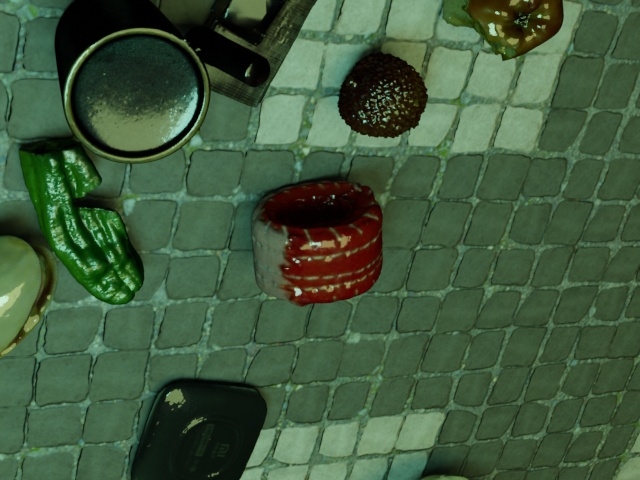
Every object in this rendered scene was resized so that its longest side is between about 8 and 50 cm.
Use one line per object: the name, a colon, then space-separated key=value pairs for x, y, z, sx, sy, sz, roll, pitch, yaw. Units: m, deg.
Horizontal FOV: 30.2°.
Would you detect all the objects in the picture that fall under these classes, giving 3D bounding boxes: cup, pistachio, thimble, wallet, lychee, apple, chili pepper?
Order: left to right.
pistachio: x=-0.430 y=0.082 z=1.493 sx=0.215 sy=0.144 sz=0.144 roll=-36 pitch=131 yaw=6
chili pepper: x=-0.310 y=-0.022 z=1.535 sx=0.099 sy=0.083 sz=0.253 roll=-30 pitch=125 yaw=-12
cup: x=-0.199 y=-0.191 z=1.407 sx=0.239 sy=0.177 sz=0.166 roll=18 pitch=111 yaw=-29
wallet: x=-0.076 y=-0.288 z=1.519 sx=0.124 sy=0.042 sz=0.230 roll=17 pitch=114 yaw=-37
thimble: x=-0.004 y=0.003 z=1.669 sx=0.190 sy=0.163 sz=0.125 roll=-16 pitch=125 yaw=-21
lychee: x=0.088 y=-0.198 z=1.621 sx=0.129 sy=0.123 sz=0.123 roll=0 pitch=119 yaw=-24
apple: x=0.257 y=-0.324 z=1.611 sx=0.147 sy=0.158 sz=0.156 roll=-36 pitch=126 yaw=-8

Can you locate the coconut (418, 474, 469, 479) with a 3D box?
coconut: x=0.202 y=0.579 z=2.079 sx=0.297 sy=0.297 sz=0.254 roll=3 pitch=135 yaw=-31

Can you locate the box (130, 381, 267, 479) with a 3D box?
box: x=-0.189 y=0.312 z=1.841 sx=0.201 sy=0.042 sz=0.212 roll=8 pitch=116 yaw=-35
